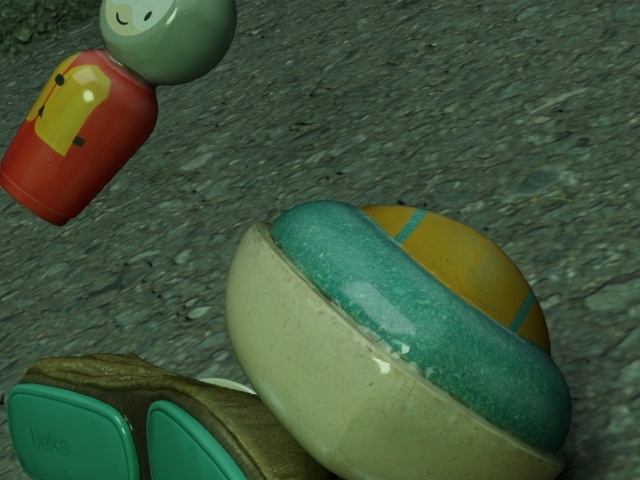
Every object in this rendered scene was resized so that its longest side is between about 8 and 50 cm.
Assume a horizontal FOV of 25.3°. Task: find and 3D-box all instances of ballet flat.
[{"bbox_3d":[-0.060,0.123,0.814,0.124,0.116,0.342,-15,12,-33],"label":"ballet flat"}]

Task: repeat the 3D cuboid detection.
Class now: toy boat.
[{"bbox_3d":[0.000,0.000,0.701,0.148,0.318,0.267,-52,1,5],"label":"toy boat"}]
